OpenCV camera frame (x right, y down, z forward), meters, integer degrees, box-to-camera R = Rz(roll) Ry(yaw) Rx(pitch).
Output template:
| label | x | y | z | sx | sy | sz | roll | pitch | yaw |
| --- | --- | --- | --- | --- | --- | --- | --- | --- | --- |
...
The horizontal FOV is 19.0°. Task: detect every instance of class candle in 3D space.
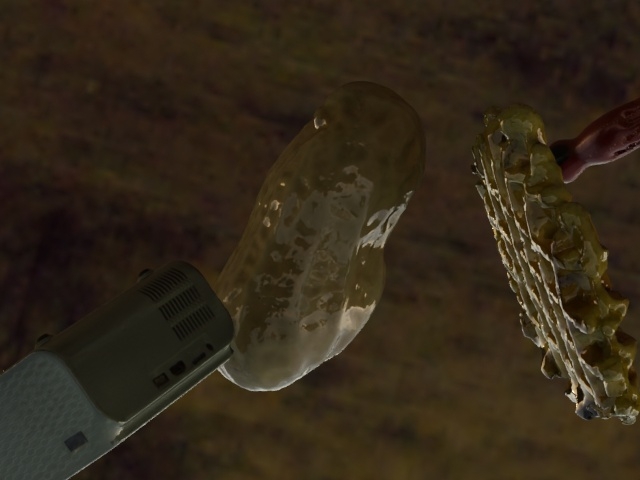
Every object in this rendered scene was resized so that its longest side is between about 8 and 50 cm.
| label | x | y | z | sx | sy | sz | roll | pitch | yaw |
| --- | --- | --- | --- | --- | --- | --- | --- | --- | --- |
| candle | 0.335 | -0.130 | 1.861 | 0.329 | 0.048 | 0.051 | -30 | -172 | 33 |

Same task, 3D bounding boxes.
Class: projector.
| label | x | y | z | sx | sy | sz | roll | pitch | yaw |
| --- | --- | --- | --- | --- | --- | --- | --- | --- | --- |
| projector | -0.213 | 0.132 | 1.582 | 0.250 | 0.108 | 0.198 | -36 | 180 | 37 |

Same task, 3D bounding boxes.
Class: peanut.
| label | x | y | z | sx | sy | sz | roll | pitch | yaw |
| --- | --- | --- | --- | --- | --- | --- | --- | --- | --- |
| peanut | 0.000 | 0.000 | 1.804 | 0.152 | 0.313 | 0.152 | 24 | -177 | -1 |

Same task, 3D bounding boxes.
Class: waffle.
| label | x | y | z | sx | sy | sz | roll | pitch | yaw |
| --- | --- | --- | --- | --- | --- | --- | --- | --- | --- |
| waffle | 0.205 | 0.025 | 1.700 | 0.060 | 0.307 | 0.312 | -20 | 171 | -3 |
